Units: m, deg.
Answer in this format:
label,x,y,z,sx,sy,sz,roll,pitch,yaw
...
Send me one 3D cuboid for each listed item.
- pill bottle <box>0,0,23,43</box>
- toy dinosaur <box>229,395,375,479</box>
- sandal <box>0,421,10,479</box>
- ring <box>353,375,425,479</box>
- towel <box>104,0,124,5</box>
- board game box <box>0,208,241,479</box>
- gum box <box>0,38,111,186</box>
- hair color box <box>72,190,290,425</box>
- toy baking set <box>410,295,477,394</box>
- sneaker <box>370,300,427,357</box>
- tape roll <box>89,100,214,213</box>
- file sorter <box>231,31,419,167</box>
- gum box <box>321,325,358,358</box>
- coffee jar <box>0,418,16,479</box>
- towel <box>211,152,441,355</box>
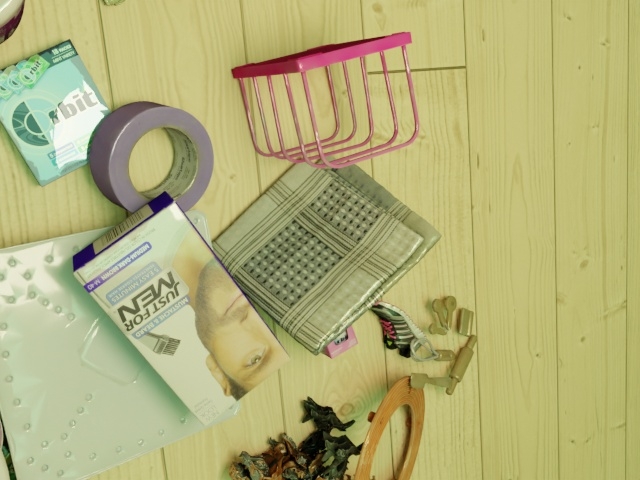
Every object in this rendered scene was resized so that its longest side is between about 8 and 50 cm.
label,x,y,z,sx,sy,sz,roll,pitch,yaw
pill bottle,-0.480,-0.339,0.869,0.169,0.301,0.169,-5,101,-25
toy dinosaur,-0.022,0.455,1.335,0.322,0.164,0.218,16,105,-49
sandal,-0.544,0.299,0.982,0.169,0.102,0.416,-22,76,3
ring,0.138,0.442,1.364,0.336,0.032,0.336,-33,129,-52
towel,-0.324,-0.467,1.081,0.148,0.027,0.110,-45,115,-13
board game box,-0.343,0.172,1.106,0.390,0.050,0.390,-15,99,-35
gum box,-0.428,-0.204,1.062,0.157,0.041,0.184,-33,112,-19
hair color box,-0.219,0.112,1.069,0.185,0.110,0.339,-37,114,-9
toy baking set,0.267,0.238,1.444,0.197,0.030,0.256,49,57,-30
sneaker,0.158,0.192,1.400,0.170,0.063,0.075,45,72,-30
tape roll,-0.278,-0.133,1.097,0.189,0.080,0.189,-17,116,-39
file sorter,0.007,-0.235,1.135,0.202,0.290,0.182,-20,109,-22
gum box,-0.011,0.141,1.239,0.062,0.188,0.107,-28,109,-22
coffee jar,-0.492,0.382,1.093,0.079,0.096,0.184,-42,113,-18
towel,0.000,0.000,1.180,0.324,0.312,0.056,-42,148,-16
